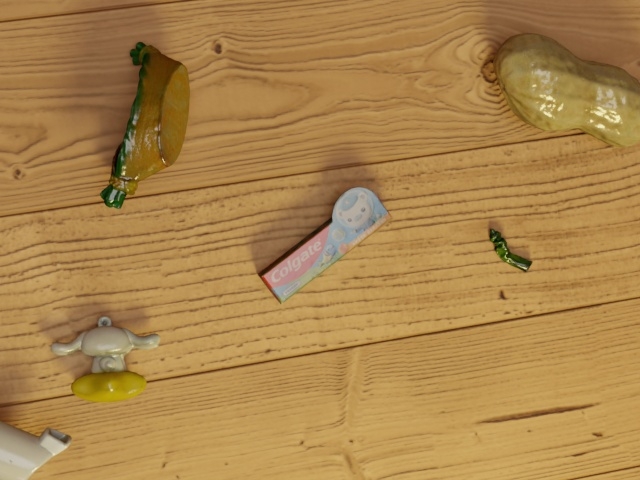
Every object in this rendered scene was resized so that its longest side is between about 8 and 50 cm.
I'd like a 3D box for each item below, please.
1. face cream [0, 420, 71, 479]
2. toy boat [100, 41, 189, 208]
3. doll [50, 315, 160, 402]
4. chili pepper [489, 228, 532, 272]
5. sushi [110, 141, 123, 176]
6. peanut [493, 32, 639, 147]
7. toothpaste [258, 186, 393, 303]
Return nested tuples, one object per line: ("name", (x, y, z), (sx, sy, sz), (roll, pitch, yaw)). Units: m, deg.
("face cream", (-0.504, 0.223, 1.559), (0.370, 0.145, 0.145), (25, 89, -11))
("toy boat", (-0.225, -0.151, 1.595), (0.088, 0.089, 0.229), (0, 70, 23))
("doll", (-0.290, 0.157, 1.643), (0.135, 0.071, 0.113), (20, 82, -8))
("chili pepper", (0.266, 0.016, 1.767), (0.083, 0.022, 0.027), (42, 119, -12))
("sushi", (-0.245, -0.109, 1.637), (0.050, 0.047, 0.099), (39, 83, -9))
("peanut", (0.351, -0.199, 1.722), (0.257, 0.123, 0.123), (22, 90, -16))
("toothpaste", (0.000, 0.000, 1.698), (0.193, 0.044, 0.070), (-37, 99, -7))
